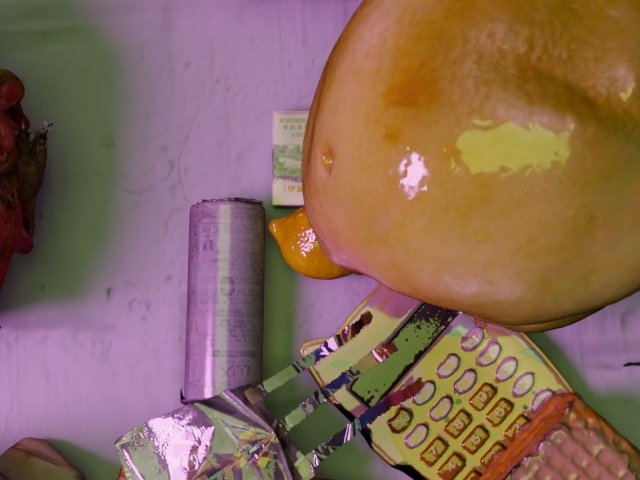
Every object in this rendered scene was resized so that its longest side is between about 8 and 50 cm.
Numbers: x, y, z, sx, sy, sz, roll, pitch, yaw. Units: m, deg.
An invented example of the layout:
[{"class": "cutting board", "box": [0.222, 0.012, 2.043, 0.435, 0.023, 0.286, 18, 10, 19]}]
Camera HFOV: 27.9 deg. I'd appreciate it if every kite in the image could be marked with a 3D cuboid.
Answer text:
[{"class": "kite", "box": [-0.038, 0.154, 1.016, 0.245, 0.015, 0.141, -35, 83, -4]}]

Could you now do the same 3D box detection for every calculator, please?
[{"class": "calculator", "box": [0.108, 0.127, 1.071, 0.236, 0.033, 0.157, 42, 86, 5]}]

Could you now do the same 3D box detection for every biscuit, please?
[{"class": "biscuit", "box": [0.104, 0.284, 1.021, 0.094, 0.054, 0.378, 42, 88, -7]}]

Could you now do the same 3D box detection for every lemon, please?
[{"class": "lemon", "box": [0.000, 0.000, 1.076, 0.092, 0.065, 0.065, 13, 83, 0]}]

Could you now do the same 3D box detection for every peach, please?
[{"class": "peach", "box": [0.146, -0.084, 0.968, 0.314, 0.281, 0.315, 11, 74, 8]}]

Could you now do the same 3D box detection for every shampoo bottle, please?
[{"class": "shampoo bottle", "box": [-0.080, 0.075, 1.070, 0.072, 0.072, 0.214, 1, 82, 3]}]

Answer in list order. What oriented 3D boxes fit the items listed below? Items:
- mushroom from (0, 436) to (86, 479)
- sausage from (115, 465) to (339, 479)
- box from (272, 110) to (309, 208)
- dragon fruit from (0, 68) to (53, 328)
[{"class": "mushroom", "box": [-0.267, 0.235, 1.015, 0.204, 0.204, 0.204, 0, 82, 3]}, {"class": "sausage", "box": [-0.048, 0.223, 1.045, 0.234, 0.071, 0.071, 5, 82, 5]}, {"class": "box", "box": [-0.015, -0.069, 1.107, 0.054, 0.024, 0.083, 0, 82, 2]}, {"class": "dragon fruit", "box": [-0.362, -0.064, 1.021, 0.269, 0.250, 0.291, -7, 87, 21]}]
